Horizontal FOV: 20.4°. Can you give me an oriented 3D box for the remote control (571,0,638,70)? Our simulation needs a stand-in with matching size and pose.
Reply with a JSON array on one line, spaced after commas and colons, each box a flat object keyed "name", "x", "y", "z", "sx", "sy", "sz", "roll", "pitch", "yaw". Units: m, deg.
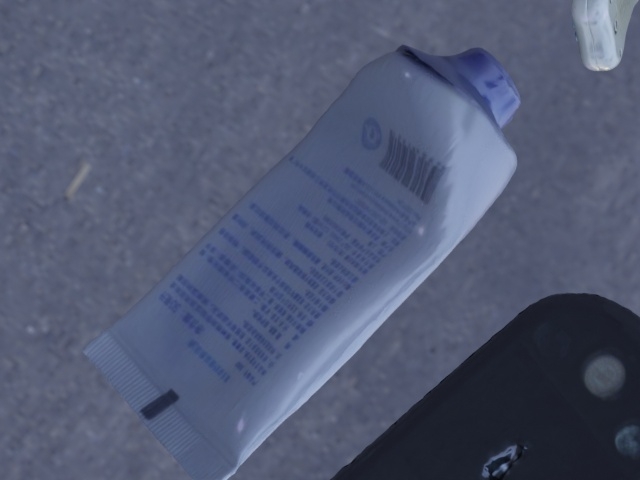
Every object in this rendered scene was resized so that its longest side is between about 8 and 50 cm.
[{"name": "remote control", "x": 0.214, "y": -0.185, "z": 1.328, "sx": 0.122, "sy": 0.032, "sz": 0.074, "roll": -64, "pitch": 146, "yaw": -42}]

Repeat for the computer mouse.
[{"name": "computer mouse", "x": 0.136, "y": 0.163, "z": 1.191, "sx": 0.269, "sy": 0.170, "sz": 0.100, "roll": -40, "pitch": 143, "yaw": 8}]

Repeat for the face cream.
[{"name": "face cream", "x": 0.000, "y": 0.000, "z": 1.479, "sx": 0.420, "sy": 0.235, "sz": 0.137, "roll": -44, "pitch": 134, "yaw": -5}]
